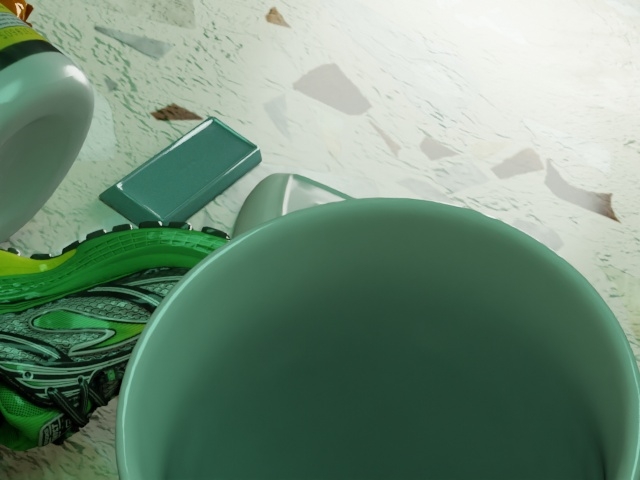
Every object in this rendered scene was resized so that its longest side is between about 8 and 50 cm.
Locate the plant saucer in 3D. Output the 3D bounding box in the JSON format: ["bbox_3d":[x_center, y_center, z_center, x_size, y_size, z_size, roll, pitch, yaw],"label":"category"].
[{"bbox_3d":[-0.117,-0.060,1.716,0.067,0.018,0.192,35,33,9],"label":"plant saucer"}]

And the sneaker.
[{"bbox_3d":[-0.168,0.084,1.376,0.343,0.134,0.146,-6,54,-11],"label":"sneaker"}]

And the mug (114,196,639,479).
[{"bbox_3d":[-0.003,0.201,1.122,0.374,0.328,0.276,-25,56,-14],"label":"mug"}]

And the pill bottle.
[{"bbox_3d":[-0.352,-0.149,1.508,0.334,0.188,0.188,39,35,15],"label":"pill bottle"}]

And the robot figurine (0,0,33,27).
[{"bbox_3d":[-0.358,-0.273,1.664,0.291,0.211,0.085,23,34,-23],"label":"robot figurine"}]

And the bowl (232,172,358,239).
[{"bbox_3d":[0.000,0.000,1.690,0.142,0.053,0.142,24,34,-9],"label":"bowl"}]
